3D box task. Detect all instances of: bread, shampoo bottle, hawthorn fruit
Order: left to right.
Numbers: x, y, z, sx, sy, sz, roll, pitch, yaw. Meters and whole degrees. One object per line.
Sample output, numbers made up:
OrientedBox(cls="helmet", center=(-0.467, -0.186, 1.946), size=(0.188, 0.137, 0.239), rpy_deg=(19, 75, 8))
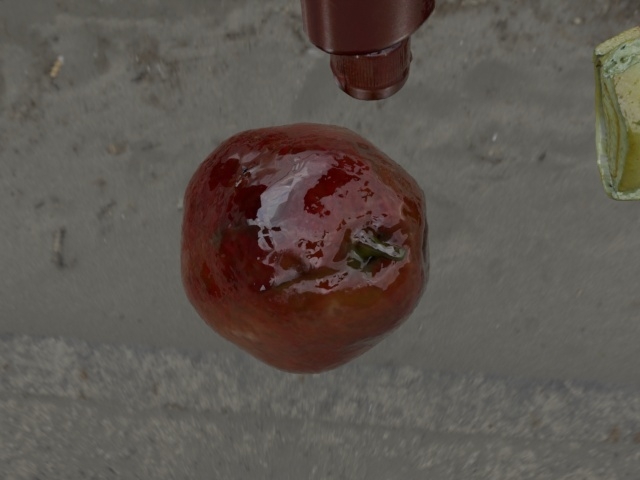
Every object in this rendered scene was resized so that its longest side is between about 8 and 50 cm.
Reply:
OrientedBox(cls="hawthorn fruit", center=(0.000, 0.000, 1.023), size=(0.224, 0.261, 0.224), rpy_deg=(2, 83, -21))
OrientedBox(cls="shampoo bottle", center=(0.031, -0.196, 0.811), size=(0.102, 0.260, 0.064), rpy_deg=(-23, 60, -11))
OrientedBox(cls="bread", center=(0.278, -0.109, 1.072), size=(0.064, 0.156, 0.117), rpy_deg=(-9, 45, 2))
